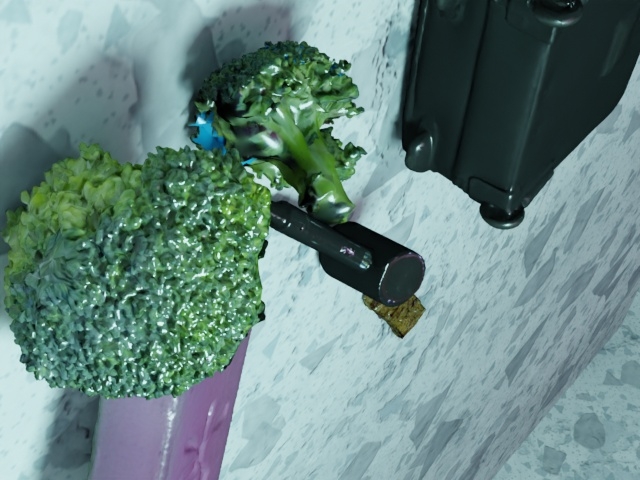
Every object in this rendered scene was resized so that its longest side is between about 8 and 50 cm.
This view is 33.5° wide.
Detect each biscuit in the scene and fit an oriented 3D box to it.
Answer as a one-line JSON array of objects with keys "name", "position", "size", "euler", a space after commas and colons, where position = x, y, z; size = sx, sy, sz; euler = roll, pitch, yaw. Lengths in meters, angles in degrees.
[{"name": "biscuit", "position": [0.107, 0.092, 1.513], "size": [0.064, 0.034, 0.199], "euler": [-54, 158, -4]}]

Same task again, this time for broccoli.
[{"name": "broccoli", "position": [-0.136, 0.029, 0.789], "size": [0.226, 0.198, 0.176], "euler": [142, -48, -73]}, {"name": "broccoli", "position": [-0.026, -0.082, 0.874], "size": [0.154, 0.160, 0.167], "euler": [-12, 150, -21]}]

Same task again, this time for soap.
[{"name": "soap", "position": [-0.148, 0.200, 1.002], "size": [0.181, 0.081, 0.259], "euler": [-40, 146, -66]}]

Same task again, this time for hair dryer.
[{"name": "hair dryer", "position": [0.001, 0.001, 1.147], "size": [0.248, 0.114, 0.070], "euler": [24, 93, -47]}]

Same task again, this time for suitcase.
[{"name": "suitcase", "position": [0.249, -0.232, 1.171], "size": [0.339, 0.188, 0.345], "euler": [-40, 150, -31]}]
